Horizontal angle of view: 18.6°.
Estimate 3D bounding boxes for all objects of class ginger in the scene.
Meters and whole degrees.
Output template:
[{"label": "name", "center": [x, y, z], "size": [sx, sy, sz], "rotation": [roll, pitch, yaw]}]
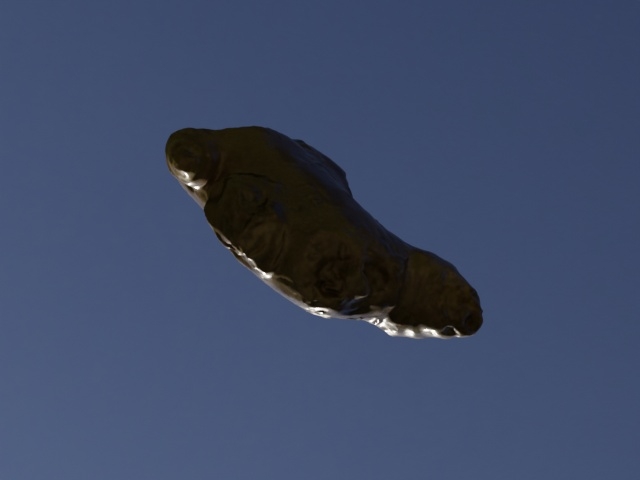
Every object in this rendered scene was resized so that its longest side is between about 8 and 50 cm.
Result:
[{"label": "ginger", "center": [-0.004, 0.000, 1.190], "size": [0.213, 0.137, 0.074], "rotation": [44, -56, 28]}]
